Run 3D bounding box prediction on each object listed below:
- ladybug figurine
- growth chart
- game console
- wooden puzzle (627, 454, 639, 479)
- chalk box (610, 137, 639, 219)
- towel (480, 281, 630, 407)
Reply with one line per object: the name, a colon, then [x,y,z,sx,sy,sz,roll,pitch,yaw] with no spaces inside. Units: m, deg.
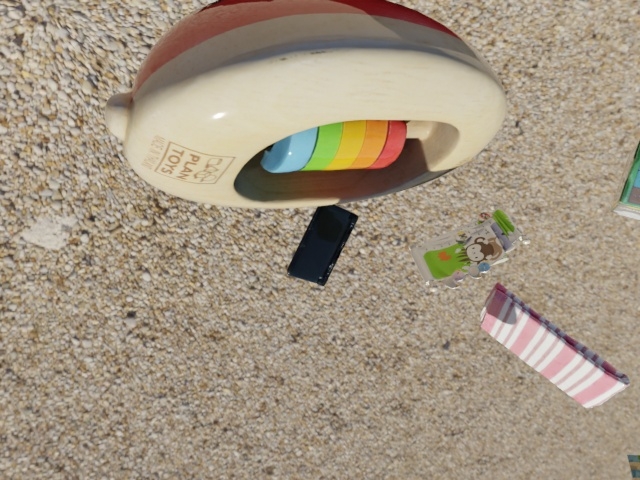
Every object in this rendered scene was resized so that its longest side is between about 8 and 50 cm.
ladybug figurine: [0.001,-0.150,0.572,0.448,0.305,0.162,-5,72,-34]
growth chart: [0.299,0.014,1.061,0.237,0.172,0.021,-24,126,-4]
game console: [0.000,0.000,0.804,0.071,0.107,0.122,26,96,-10]
wooden puzzle: [0.342,0.238,0.528,0.049,0.083,0.006,-7,114,23]
chalk box: [0.625,-0.107,0.947,0.213,0.132,0.132,8,100,-67]
towel: [0.311,0.144,0.718,0.029,0.197,0.144,-45,156,-14]
